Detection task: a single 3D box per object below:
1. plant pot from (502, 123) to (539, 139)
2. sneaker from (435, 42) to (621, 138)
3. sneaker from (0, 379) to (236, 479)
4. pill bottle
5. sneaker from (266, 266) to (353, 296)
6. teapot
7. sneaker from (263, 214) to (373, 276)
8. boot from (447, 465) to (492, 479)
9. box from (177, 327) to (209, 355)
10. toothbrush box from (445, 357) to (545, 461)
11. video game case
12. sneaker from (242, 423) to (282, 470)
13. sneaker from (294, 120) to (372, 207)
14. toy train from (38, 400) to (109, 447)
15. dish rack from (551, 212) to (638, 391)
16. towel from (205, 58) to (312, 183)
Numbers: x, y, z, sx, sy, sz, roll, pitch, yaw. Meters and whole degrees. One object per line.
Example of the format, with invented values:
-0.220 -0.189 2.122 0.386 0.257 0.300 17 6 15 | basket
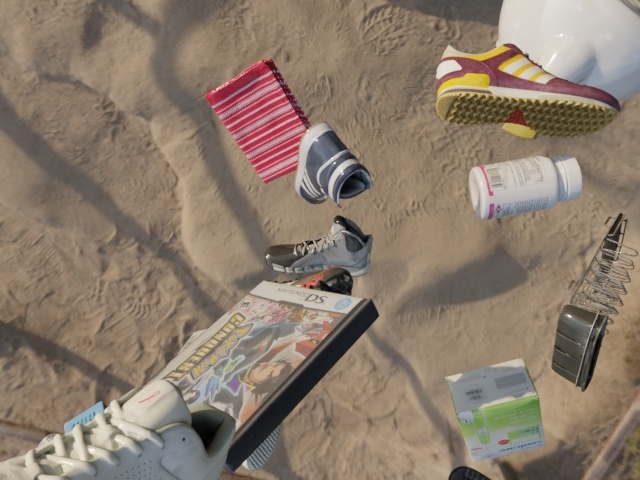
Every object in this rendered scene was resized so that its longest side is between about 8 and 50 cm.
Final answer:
0.564 -0.317 1.515 0.083 0.081 0.081 39 113 22 | plant pot
0.212 -0.160 0.564 0.186 0.069 0.083 8 70 -2 | sneaker
-0.141 0.141 0.355 0.090 0.232 0.115 27 91 28 | sneaker
0.594 -0.160 1.610 0.283 0.160 0.160 -9 108 4 | pill bottle
-0.060 0.118 1.085 0.276 0.135 0.098 -36 129 18 | sneaker
0.340 -0.271 0.772 0.256 0.252 0.187 6 141 -35 | teapot
0.000 0.000 1.136 0.229 0.086 0.132 3 129 -10 | sneaker
0.309 0.455 0.935 0.198 0.137 0.077 35 74 23 | boot
-0.366 0.342 1.717 0.102 0.101 0.087 -19 117 40 | box
0.470 0.458 1.472 0.207 0.122 0.283 -16 133 9 | toothbrush box
-0.094 0.158 0.752 0.275 0.248 0.035 -41 118 -31 | video game case
-0.208 0.525 1.743 0.135 0.150 0.365 26 65 -41 | sneaker
0.026 -0.117 1.188 0.099 0.282 0.153 -35 71 -15 | sneaker
-0.266 0.295 0.685 0.105 0.080 0.184 -31 114 -14 | toy train
0.473 0.095 0.933 0.271 0.074 0.208 -50 145 -24 | dish rack
-0.130 -0.278 1.330 0.199 0.031 0.274 -20 119 26 | towel
